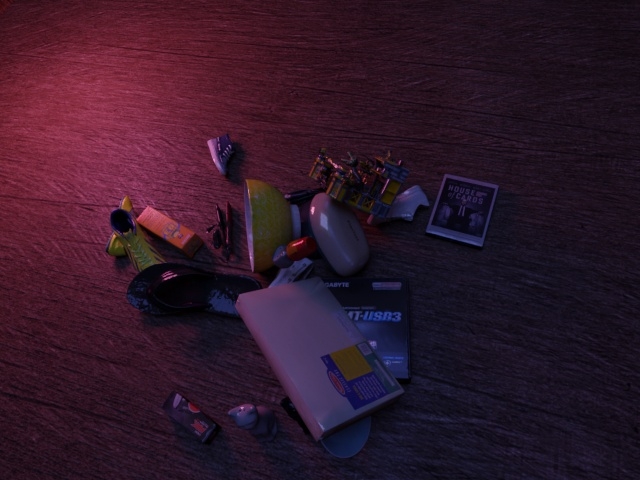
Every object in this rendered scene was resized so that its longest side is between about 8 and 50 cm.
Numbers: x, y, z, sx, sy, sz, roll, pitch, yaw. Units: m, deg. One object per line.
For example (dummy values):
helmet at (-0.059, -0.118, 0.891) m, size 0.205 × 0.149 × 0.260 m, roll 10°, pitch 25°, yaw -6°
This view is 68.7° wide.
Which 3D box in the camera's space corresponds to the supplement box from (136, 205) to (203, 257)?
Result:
supplement box at (-0.516, -0.030, 1.603) m, size 0.233 × 0.080 × 0.078 m, roll 27°, pitch 70°, yaw 21°

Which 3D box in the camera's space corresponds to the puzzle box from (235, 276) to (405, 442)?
puzzle box at (-0.008, 0.273, 1.186) m, size 0.271 × 0.052 × 0.409 m, roll -8°, pitch 47°, yaw -39°

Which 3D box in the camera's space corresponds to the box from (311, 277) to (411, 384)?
box at (0.109, 0.250, 1.339) m, size 0.295 × 0.073 × 0.294 m, roll 0°, pitch 62°, yaw 9°

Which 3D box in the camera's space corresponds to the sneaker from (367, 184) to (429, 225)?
sneaker at (0.255, -0.093, 1.510) m, size 0.212 × 0.080 × 0.094 m, roll -30°, pitch 75°, yaw -7°

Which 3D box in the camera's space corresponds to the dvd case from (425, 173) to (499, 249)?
dvd case at (0.454, -0.097, 1.498) m, size 0.179 × 0.030 × 0.239 m, roll 16°, pitch 65°, yaw 17°

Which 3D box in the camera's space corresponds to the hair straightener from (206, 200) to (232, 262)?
hair straightener at (-0.342, -0.026, 1.595) m, size 0.088 × 0.047 × 0.231 m, roll -12°, pitch 64°, yaw 3°

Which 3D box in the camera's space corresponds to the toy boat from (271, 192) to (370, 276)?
toy boat at (0.000, 0.000, 1.380) m, size 0.148 × 0.318 × 0.268 m, roll -25°, pitch 88°, yaw 40°

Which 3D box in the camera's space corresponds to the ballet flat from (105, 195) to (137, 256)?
ballet flat at (-0.686, -0.047, 1.654) m, size 0.077 × 0.077 × 0.231 m, roll 11°, pitch 64°, yaw -8°

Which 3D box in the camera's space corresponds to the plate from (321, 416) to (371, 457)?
plate at (0.054, 0.453, 1.198) m, size 0.024 × 0.188 × 0.188 m, roll -24°, pitch 47°, yaw 47°

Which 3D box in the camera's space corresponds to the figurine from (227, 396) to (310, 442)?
figurine at (-0.111, 0.441, 1.187) m, size 0.214 × 0.209 × 0.093 m, roll -12°, pitch 59°, yaw 3°

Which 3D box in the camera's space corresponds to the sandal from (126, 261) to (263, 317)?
sandal at (-0.399, 0.149, 1.438) m, size 0.444 × 0.107 × 0.168 m, roll 1°, pitch 82°, yaw 10°

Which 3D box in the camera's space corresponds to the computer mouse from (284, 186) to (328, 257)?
computer mouse at (-0.027, -0.073, 1.544) m, size 0.188 × 0.072 × 0.273 m, roll -6°, pitch 60°, yaw 5°

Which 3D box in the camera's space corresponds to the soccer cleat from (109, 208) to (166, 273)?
soccer cleat at (-0.603, 0.018, 1.539) m, size 0.093 × 0.121 × 0.289 m, roll -35°, pitch 80°, yaw -16°

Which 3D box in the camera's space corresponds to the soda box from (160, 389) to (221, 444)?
soda box at (-0.358, 0.488, 1.294) m, size 0.168 × 0.053 × 0.060 m, roll 28°, pitch 69°, yaw 22°

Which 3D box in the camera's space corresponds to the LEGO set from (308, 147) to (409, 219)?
LEGO set at (0.117, -0.219, 1.443) m, size 0.254 × 0.331 × 0.192 m, roll 23°, pitch 103°, yaw -15°

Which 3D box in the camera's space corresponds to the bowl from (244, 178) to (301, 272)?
bowl at (-0.146, -0.049, 1.450) m, size 0.155 × 0.290 × 0.290 m, roll -5°, pitch 58°, yaw -12°

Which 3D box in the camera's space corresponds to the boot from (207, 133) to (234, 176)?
boot at (-0.358, -0.324, 1.745) m, size 0.086 × 0.069 × 0.190 m, roll -25°, pitch 58°, yaw -1°

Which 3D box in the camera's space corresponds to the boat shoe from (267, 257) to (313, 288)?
boat shoe at (-0.101, 0.161, 1.409) m, size 0.096 × 0.098 × 0.277 m, roll 16°, pitch 63°, yaw 19°
